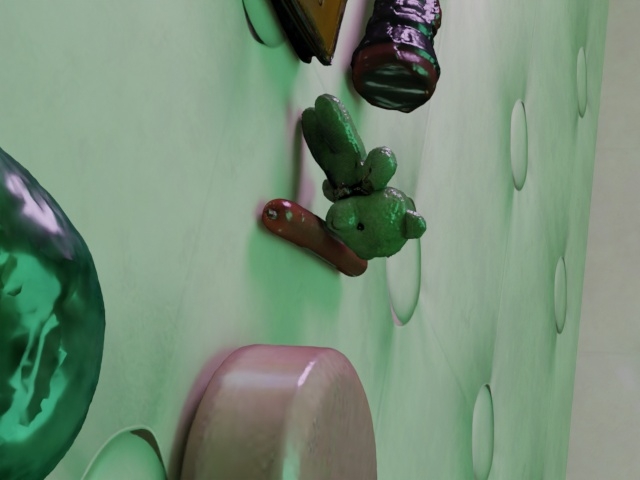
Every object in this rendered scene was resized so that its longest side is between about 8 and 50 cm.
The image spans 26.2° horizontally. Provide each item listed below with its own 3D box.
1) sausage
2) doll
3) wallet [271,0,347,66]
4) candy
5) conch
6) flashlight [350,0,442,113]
[{"bbox_3d":[0.000,0.000,1.219,0.253,0.034,0.034,34,59,-67],"label":"sausage"},{"bbox_3d":[0.023,-0.051,1.193,0.077,0.115,0.150,-25,87,-33],"label":"doll"},{"bbox_3d":[-0.014,-0.262,1.157,0.195,0.042,0.161,61,34,-55],"label":"wallet"},{"bbox_3d":[-0.028,0.207,1.046,0.255,0.094,0.255,1,90,-72],"label":"candy"},{"bbox_3d":[-0.182,0.035,0.550,0.196,0.134,0.202,-12,113,-29],"label":"conch"},{"bbox_3d":[0.088,-0.243,1.390,0.093,0.093,0.232,63,32,-53],"label":"flashlight"}]
